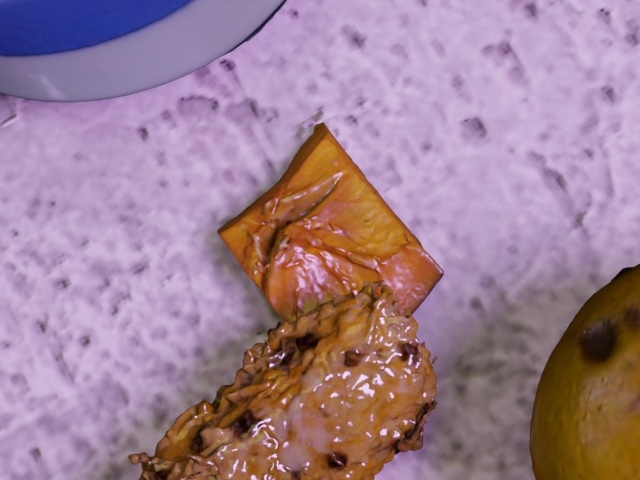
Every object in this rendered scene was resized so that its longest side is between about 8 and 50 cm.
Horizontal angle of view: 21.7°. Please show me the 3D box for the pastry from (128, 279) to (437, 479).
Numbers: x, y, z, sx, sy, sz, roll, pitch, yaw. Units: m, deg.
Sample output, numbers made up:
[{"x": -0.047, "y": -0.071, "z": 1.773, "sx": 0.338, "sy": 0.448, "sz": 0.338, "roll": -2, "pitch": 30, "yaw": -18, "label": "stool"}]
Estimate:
[{"x": -0.013, "y": 0.083, "z": 0.675, "sx": 0.140, "sy": 0.080, "sz": 0.056, "roll": -34, "pitch": 27, "yaw": -4, "label": "pastry"}]

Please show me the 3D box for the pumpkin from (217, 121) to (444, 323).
[{"x": 0.002, "y": 0.000, "z": 0.718, "sx": 0.073, "sy": 0.035, "sz": 0.101, "roll": -39, "pitch": 66, "yaw": -6, "label": "pumpkin"}]

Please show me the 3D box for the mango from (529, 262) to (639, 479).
[{"x": 0.205, "y": 0.090, "z": 0.596, "sx": 0.262, "sy": 0.130, "sz": 0.167, "roll": 10, "pitch": 74, "yaw": 10, "label": "mango"}]

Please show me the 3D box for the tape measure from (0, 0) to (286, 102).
[{"x": -0.110, "y": -0.198, "z": 0.755, "sx": 0.262, "sy": 0.138, "sz": 0.259, "roll": 39, "pitch": 84, "yaw": 21, "label": "tape measure"}]
